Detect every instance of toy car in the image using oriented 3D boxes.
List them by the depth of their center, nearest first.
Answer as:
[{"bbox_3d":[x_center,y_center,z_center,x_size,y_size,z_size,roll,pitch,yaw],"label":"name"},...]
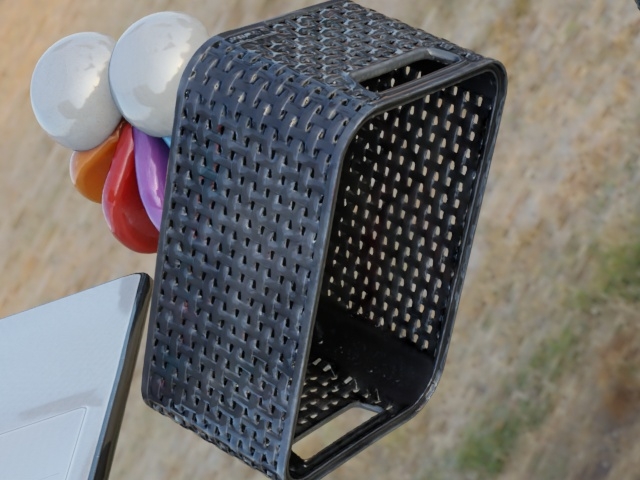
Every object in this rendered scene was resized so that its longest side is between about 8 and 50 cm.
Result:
[{"bbox_3d":[-0.085,-0.058,0.996,0.182,0.159,0.136,-6,77,43],"label":"toy car"}]

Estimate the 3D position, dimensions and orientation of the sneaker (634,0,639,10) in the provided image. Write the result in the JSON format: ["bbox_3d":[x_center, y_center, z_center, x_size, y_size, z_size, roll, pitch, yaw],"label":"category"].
[{"bbox_3d":[0.170,-0.173,0.508,0.135,0.098,0.276,123,173,-79],"label":"sneaker"}]

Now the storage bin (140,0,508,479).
[{"bbox_3d":[0.000,0.000,0.684,0.122,0.084,0.180,-26,-47,-48],"label":"storage bin"}]

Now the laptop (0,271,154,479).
[{"bbox_3d":[-0.315,0.062,0.667,0.408,0.236,0.382,-19,21,7],"label":"laptop"}]
